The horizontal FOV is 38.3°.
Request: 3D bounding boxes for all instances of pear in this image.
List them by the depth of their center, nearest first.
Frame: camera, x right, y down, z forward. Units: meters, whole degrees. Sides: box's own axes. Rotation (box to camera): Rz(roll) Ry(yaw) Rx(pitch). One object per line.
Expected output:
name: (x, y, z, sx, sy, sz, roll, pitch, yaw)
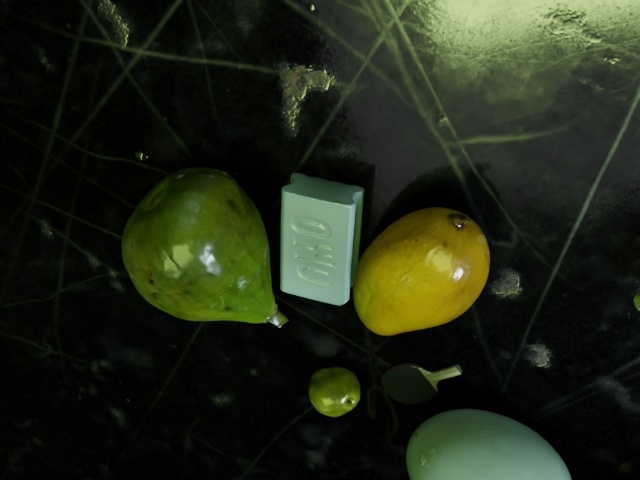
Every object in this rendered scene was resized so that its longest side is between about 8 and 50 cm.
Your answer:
pear: (0.023, 0.265, 1.620, 0.097, 0.092, 0.092, 41, 148, 50)

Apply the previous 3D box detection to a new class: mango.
mango: (0.146, 0.055, 1.400, 0.176, 0.119, 0.317, 34, 139, -9)

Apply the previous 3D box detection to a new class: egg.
egg: (0.277, 0.388, 1.524, 0.283, 0.203, 0.203, 21, 129, 2)

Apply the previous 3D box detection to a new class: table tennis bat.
table tennis bat: (0.174, 0.241, 1.583, 0.156, 0.013, 0.087, -23, 112, 34)

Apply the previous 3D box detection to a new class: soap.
soap: (0.000, 0.000, 1.444, 0.119, 0.066, 0.198, 14, 128, 15)

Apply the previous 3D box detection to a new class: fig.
fig: (-0.179, 0.044, 1.439, 0.233, 0.233, 0.314, -12, 107, 29)

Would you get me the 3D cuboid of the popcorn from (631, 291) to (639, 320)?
popcorn: (0.517, 0.076, 1.260, 0.141, 0.162, 0.135, 6, 93, -9)
